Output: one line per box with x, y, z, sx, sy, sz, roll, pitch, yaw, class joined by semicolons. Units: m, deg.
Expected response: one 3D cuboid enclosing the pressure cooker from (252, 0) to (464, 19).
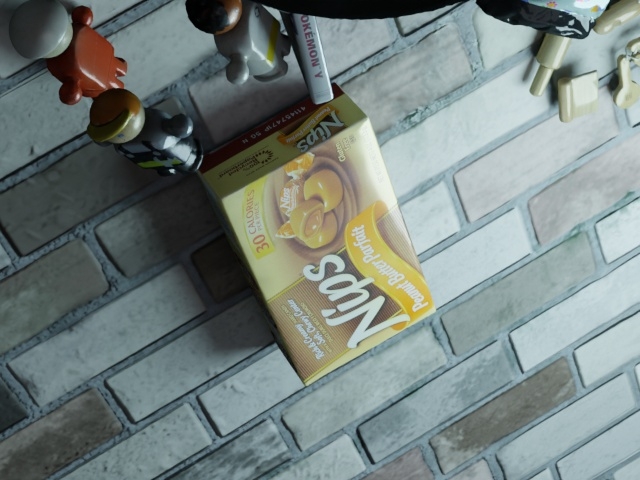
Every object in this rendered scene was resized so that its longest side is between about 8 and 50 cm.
0.027;-0.426;1.151;0.376;0.420;0.370;19;143;-39;pressure cooker

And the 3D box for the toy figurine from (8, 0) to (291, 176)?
-0.155;-0.186;1.368;0.213;0.209;0.148;-44;146;7;toy figurine

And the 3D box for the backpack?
0.256;-0.309;1.574;0.152;0.115;0.182;8;115;-25;backpack

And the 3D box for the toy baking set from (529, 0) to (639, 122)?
0.344;-0.252;1.733;0.197;0.030;0.256;-4;125;-31;toy baking set

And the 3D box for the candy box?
0.000;0.000;1.682;0.183;0.087;0.316;-29;134;-8;candy box

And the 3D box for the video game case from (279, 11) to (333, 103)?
-0.034;-0.254;1.394;0.023;0.201;0.183;-16;131;-2;video game case
